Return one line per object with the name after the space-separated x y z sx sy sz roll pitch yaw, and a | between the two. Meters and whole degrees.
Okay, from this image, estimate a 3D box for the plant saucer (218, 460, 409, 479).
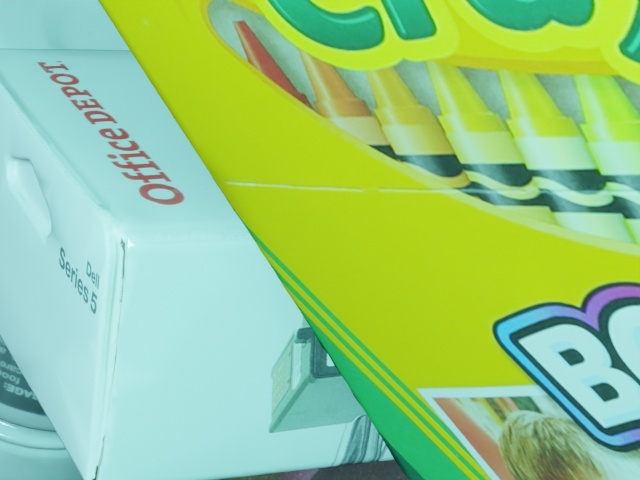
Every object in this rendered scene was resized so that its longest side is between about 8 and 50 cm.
0.011 0.188 0.882 0.310 0.050 0.310 -43 31 34 | plant saucer

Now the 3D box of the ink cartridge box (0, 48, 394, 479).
0.000 0.000 0.753 0.198 0.273 0.114 45 131 54 | ink cartridge box

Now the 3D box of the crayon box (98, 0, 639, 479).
0.141 0.001 0.393 0.363 0.106 0.313 1 133 48 | crayon box

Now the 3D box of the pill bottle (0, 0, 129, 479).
-0.165 -0.002 1.157 0.204 0.204 0.361 66 146 36 | pill bottle
